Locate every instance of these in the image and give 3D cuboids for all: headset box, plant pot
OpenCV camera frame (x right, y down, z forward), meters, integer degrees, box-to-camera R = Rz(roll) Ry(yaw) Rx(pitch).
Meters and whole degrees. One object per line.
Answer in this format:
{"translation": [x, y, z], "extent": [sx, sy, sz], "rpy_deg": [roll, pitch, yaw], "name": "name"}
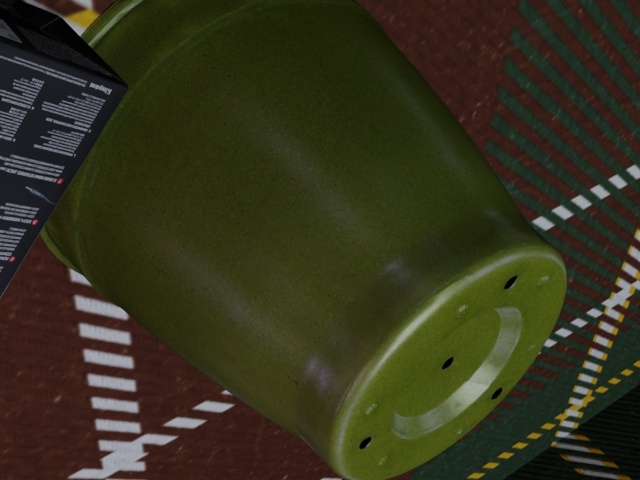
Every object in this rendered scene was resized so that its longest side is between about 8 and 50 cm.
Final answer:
{"translation": [-0.305, -0.039, 0.709], "extent": [0.218, 0.110, 0.293], "rpy_deg": [12, 117, -53], "name": "headset box"}
{"translation": [0.000, 0.000, 0.872], "extent": [0.367, 0.353, 0.366], "rpy_deg": [-29, 145, -23], "name": "plant pot"}
